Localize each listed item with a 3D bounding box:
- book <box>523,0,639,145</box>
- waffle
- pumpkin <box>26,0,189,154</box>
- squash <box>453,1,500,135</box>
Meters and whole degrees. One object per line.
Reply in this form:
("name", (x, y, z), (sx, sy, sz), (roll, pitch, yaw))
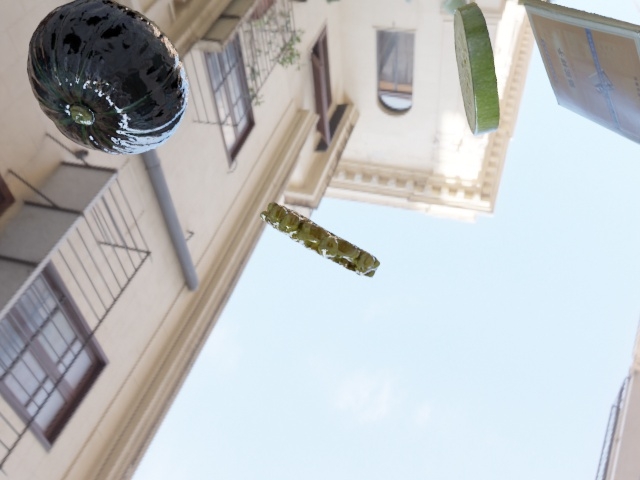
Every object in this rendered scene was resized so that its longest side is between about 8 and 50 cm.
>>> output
("book", (0.342, -0.208, 0.793), (0.018, 0.170, 0.242), (-30, -151, 3))
("waffle", (0.003, 0.002, 0.888), (0.191, 0.191, 0.038), (30, -90, 30))
("pumpkin", (-0.316, -0.271, 1.002), (0.247, 0.248, 0.248), (-3, -134, 3))
("squash", (0.299, -0.336, 1.248), (0.048, 0.252, 0.252), (-12, -135, 9))
